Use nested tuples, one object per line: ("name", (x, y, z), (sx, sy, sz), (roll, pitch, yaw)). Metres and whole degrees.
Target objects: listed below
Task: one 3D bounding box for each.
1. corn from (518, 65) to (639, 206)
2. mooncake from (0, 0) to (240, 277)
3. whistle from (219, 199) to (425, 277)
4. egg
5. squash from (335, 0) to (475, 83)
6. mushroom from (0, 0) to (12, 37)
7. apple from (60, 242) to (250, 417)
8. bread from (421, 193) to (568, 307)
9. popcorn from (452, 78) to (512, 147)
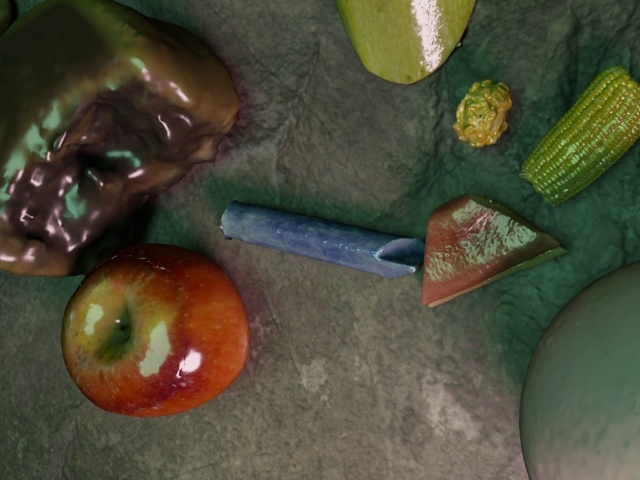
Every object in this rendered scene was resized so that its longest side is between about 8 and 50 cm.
("corn", (0.305, -0.117, 0.847), (0.085, 0.063, 0.165), (45, 114, 8))
("mooncake", (-0.320, -0.145, 1.071), (0.393, 0.246, 0.394), (-3, 84, 28))
("whistle", (0.000, 0.000, 1.019), (0.304, 0.062, 0.062), (13, 99, 27))
("egg", (0.354, 0.192, 0.691), (0.354, 0.339, 0.355), (1, 93, 26))
("squash", (0.097, -0.337, 0.968), (0.236, 0.155, 0.204), (16, 64, 28))
("mushroom", (-0.692, -0.393, 1.305), (0.285, 0.151, 0.156), (0, 95, 28))
("apple", (-0.235, 0.130, 1.075), (0.271, 0.206, 0.252), (-25, 71, 24))
("bread", (0.192, 0.000, 0.912), (0.192, 0.067, 0.119), (-25, 90, 28))
("popcorn", (0.199, -0.155, 0.895), (0.057, 0.083, 0.082), (30, 139, 28))
